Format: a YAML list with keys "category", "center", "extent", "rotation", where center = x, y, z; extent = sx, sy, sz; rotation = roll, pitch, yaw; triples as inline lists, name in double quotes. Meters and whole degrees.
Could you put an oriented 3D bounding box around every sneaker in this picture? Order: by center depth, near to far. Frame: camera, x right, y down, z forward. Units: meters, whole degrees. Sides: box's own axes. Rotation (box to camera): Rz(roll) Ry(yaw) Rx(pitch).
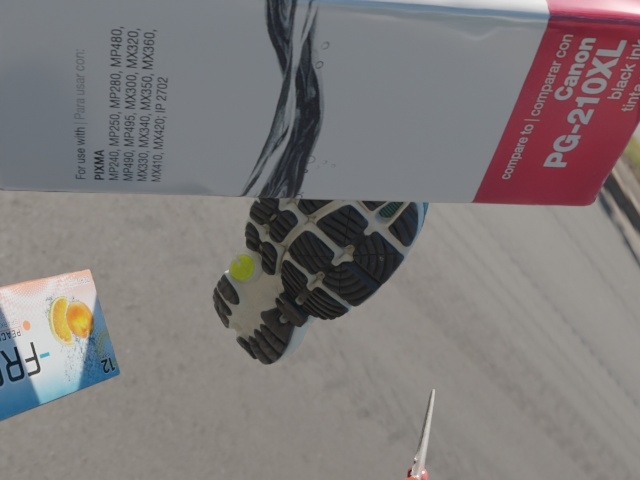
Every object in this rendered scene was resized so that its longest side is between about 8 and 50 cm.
- category: "sneaker"
  center: [0.000, 0.000, 0.736]
  extent: [0.107, 0.275, 0.110]
  rotation: [49, 57, 0]

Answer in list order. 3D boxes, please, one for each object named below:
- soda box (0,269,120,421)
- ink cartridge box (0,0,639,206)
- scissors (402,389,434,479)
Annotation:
- category: "soda box"
  center: [-0.177, 0.061, 0.447]
  extent: [0.183, 0.058, 0.063]
  rotation: [-14, 88, -63]
- category: "ink cartridge box"
  center: [-0.007, -0.109, 0.387]
  extent: [0.237, 0.100, 0.172]
  rotation: [1, 49, -13]
- category: "scissors"
  center: [0.070, 0.177, 0.702]
  extent: [0.297, 0.021, 0.109]
  rotation: [-70, 156, -53]
